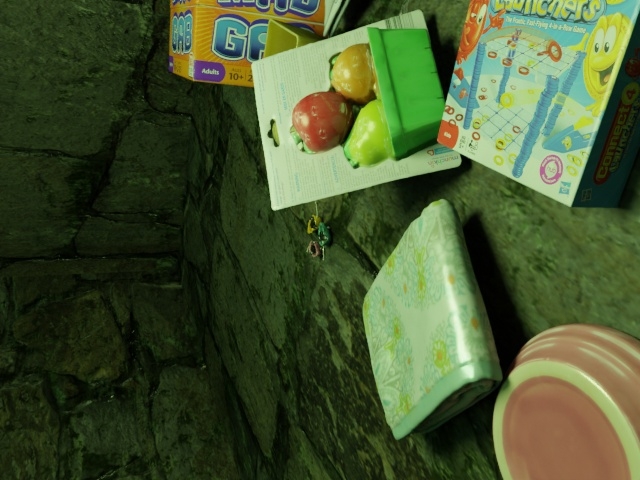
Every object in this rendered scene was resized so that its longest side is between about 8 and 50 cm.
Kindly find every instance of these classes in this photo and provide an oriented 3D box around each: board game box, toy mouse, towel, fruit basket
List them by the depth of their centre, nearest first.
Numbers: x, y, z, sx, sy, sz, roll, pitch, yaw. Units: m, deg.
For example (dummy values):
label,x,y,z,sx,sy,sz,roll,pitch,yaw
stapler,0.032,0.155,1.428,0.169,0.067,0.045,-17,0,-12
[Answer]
label,x,y,z,sx,sy,sz,roll,pitch,yaw
board game box,0.312,-0.239,0.783,0.308,0.086,0.302,-134,48,-56
towel,0.179,0.160,1.023,0.374,0.090,0.321,115,151,-54
fruit basket,0.056,-0.241,1.067,0.165,0.352,0.327,34,-137,-66
toy mouse,0.000,0.000,1.542,0.143,0.031,0.161,-114,33,-40
board game box,-0.206,-0.620,1.567,0.356,0.356,0.357,-141,54,-59

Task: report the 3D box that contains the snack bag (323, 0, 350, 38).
label,x,y,z,sx,sy,sz,roll,pitch,yaw
snack bag,0.058,-0.684,1.257,0.323,0.037,0.343,137,137,-71

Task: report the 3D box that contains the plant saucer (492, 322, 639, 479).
label,x,y,z,sx,sy,sz,roll,pitch,yaw
plant saucer,0.344,0.279,0.748,0.332,0.084,0.333,178,90,-65

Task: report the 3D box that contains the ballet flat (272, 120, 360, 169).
label,x,y,z,sx,sy,sz,roll,pitch,yaw
ballet flat,0.018,-0.192,1.200,0.348,0.123,0.123,15,109,28

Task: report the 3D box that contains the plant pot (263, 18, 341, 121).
label,x,y,z,sx,sy,sz,roll,pitch,yaw
plant pot,-0.022,-0.401,1.383,0.212,0.187,0.212,-126,42,-52
